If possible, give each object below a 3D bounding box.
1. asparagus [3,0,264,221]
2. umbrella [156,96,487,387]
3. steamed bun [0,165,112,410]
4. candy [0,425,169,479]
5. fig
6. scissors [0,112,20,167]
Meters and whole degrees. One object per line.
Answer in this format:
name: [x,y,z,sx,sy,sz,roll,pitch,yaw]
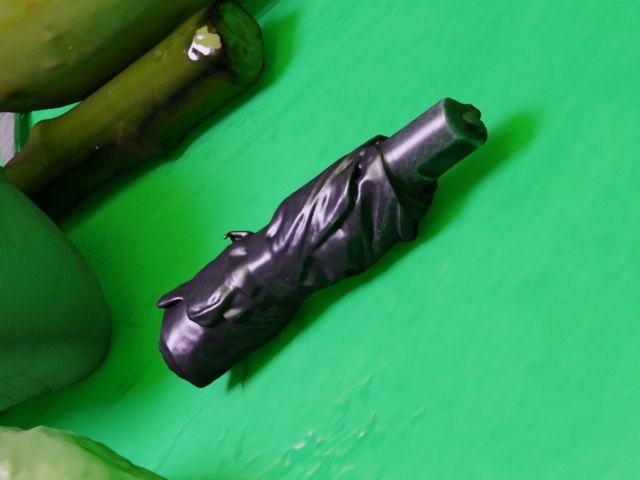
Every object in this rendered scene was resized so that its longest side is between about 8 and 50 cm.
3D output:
asparagus: [-0.138,-0.079,1.345,0.277,0.067,0.060,-28,5,40]
umbrella: [0.000,0.000,1.062,0.235,0.059,0.066,-36,59,31]
steamed bun: [-0.342,0.019,1.268,0.383,0.247,0.236,-18,72,26]
candy: [-0.177,0.263,1.016,0.142,0.132,0.344,17,74,17]
fig: [-0.173,-0.222,1.363,0.326,0.258,0.258,-9,53,33]
scissors: [-0.246,-0.093,1.565,0.110,0.021,0.212,-45,31,16]
